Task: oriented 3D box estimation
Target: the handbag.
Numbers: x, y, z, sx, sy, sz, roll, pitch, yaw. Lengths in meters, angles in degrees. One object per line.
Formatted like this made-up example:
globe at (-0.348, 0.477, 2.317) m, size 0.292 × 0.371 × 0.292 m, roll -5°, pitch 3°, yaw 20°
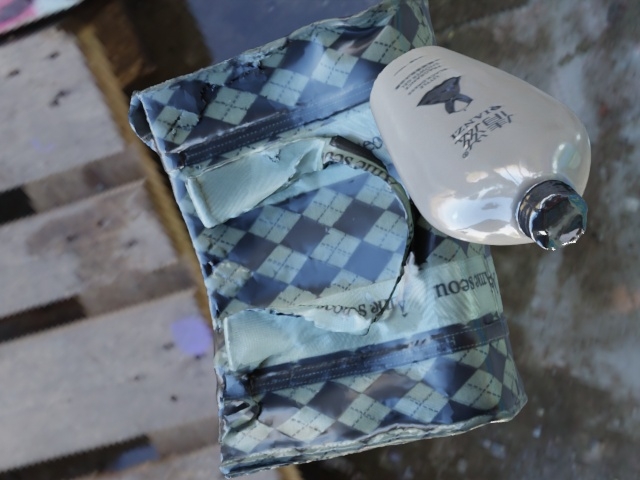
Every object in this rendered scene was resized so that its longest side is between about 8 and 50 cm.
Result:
handbag at (0.000, 0.000, 1.650) m, size 0.316 × 0.180 × 0.416 m, roll -14°, pitch 88°, yaw 19°

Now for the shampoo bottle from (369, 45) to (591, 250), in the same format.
shampoo bottle at (0.115, -0.063, 1.202) m, size 0.127 × 0.257 × 0.078 m, roll -32°, pitch 123°, yaw -5°
